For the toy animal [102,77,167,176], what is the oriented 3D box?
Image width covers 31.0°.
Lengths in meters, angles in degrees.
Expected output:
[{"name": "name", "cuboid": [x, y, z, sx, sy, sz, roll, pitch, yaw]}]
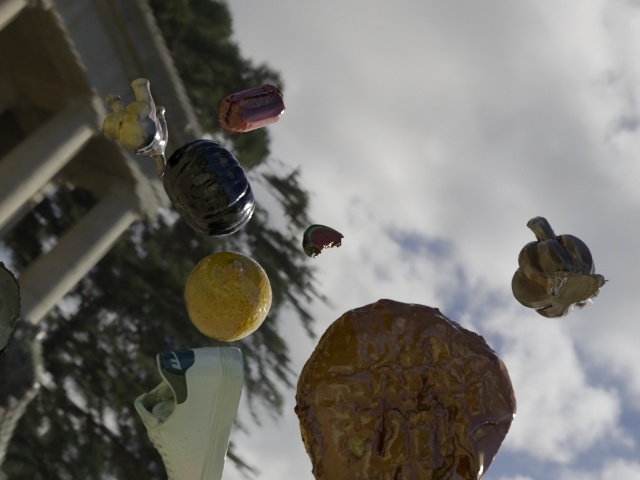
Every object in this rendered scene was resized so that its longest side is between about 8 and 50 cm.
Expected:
[{"name": "toy animal", "cuboid": [-0.395, -0.247, 2.488, 0.233, 0.121, 0.169, 62, 5, -73]}]

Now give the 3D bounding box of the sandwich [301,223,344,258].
[{"name": "sandwich", "cuboid": [0.000, -0.001, 2.394, 0.067, 0.135, 0.029, 47, -61, 17]}]

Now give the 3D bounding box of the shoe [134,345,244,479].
[{"name": "shoe", "cuboid": [-0.244, 0.330, 1.964, 0.160, 0.132, 0.363, 7, -58, -18]}]

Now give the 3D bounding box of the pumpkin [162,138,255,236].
[{"name": "pumpkin", "cuboid": [-0.237, -0.111, 2.459, 0.220, 0.162, 0.220, 51, -11, 14]}]

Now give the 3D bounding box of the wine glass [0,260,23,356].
[{"name": "wine glass", "cuboid": [-0.599, 0.095, 1.915, 0.190, 0.190, 0.357, 52, -15, -20]}]

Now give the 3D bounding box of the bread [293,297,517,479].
[{"name": "bread", "cuboid": [0.133, 0.302, 2.015, 0.398, 0.398, 0.215, 36, -18, 9]}]

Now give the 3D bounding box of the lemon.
[{"name": "lemon", "cuboid": [-0.198, 0.120, 2.448, 0.187, 0.187, 0.244, 37, -32, 8]}]

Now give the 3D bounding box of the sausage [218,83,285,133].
[{"name": "sausage", "cuboid": [-0.127, -0.238, 2.097, 0.076, 0.141, 0.076, 28, -50, 39]}]

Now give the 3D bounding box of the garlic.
[{"name": "garlic", "cuboid": [0.349, 0.036, 1.777, 0.194, 0.131, 0.127, -114, -160, -45]}]
